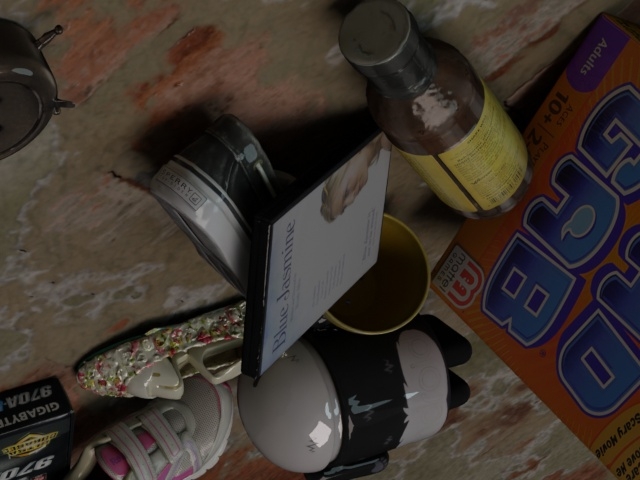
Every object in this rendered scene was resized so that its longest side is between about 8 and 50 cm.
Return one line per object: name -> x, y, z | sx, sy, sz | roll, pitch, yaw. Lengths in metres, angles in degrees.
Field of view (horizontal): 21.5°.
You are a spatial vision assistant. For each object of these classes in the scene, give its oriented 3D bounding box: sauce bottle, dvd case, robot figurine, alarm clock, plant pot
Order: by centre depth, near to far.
alarm clock -> -0.295, -0.108, 1.352 | 0.192, 0.064, 0.129 | -15, 148, -19
sauce bottle -> 0.113, -0.126, 1.628 | 0.111, 0.111, 0.344 | -33, 151, 7
dvd case -> 0.000, 0.000, 1.638 | 0.253, 0.022, 0.180 | -42, 146, -49
plant pot -> 0.041, 0.042, 1.832 | 0.134, 0.134, 0.095 | -19, 174, -18
robot figurine -> 0.038, 0.167, 1.965 | 0.278, 0.209, 0.173 | -14, 170, -26

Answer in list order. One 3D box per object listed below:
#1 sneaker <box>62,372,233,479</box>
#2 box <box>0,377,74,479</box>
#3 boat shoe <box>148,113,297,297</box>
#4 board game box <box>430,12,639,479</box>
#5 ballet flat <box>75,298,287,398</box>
sneaker -> -0.199, 0.245, 1.895 | 0.252, 0.103, 0.111 | -47, 161, -4
box -> -0.381, 0.243, 1.831 | 0.220, 0.051, 0.175 | -16, 148, -23
boat shoe -> -0.056, -0.012, 1.647 | 0.119, 0.121, 0.335 | -47, 157, -7
board game box -> 0.414, 0.027, 1.810 | 0.356, 0.356, 0.356 | 9, 120, -47
ballet flat -> -0.144, 0.128, 1.835 | 0.241, 0.077, 0.091 | -20, 150, -14
